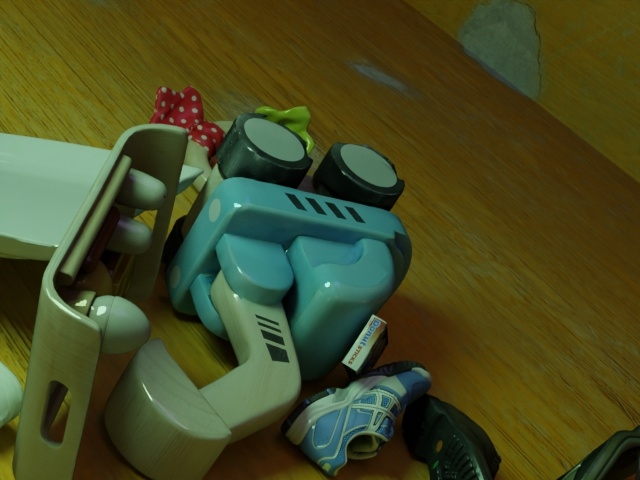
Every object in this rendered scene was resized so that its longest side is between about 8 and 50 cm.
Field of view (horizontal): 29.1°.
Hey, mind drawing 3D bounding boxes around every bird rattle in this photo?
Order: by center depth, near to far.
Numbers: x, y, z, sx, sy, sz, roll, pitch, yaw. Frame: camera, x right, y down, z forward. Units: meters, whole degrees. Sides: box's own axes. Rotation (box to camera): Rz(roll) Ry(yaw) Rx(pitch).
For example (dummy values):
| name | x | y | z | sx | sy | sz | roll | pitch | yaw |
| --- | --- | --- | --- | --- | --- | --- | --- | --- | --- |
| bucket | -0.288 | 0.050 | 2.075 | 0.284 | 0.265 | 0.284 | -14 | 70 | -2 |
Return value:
| name | x | y | z | sx | sy | sz | roll | pitch | yaw |
| --- | --- | --- | --- | --- | --- | --- | --- | --- | --- |
| bird rattle | -0.129 | -0.131 | 1.807 | 0.254 | 0.143 | 0.207 | 11 | 44 | -30 |

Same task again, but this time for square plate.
| name | x | y | z | sx | sy | sz | roll | pitch | yaw |
| --- | --- | --- | --- | --- | --- | --- | --- | --- | --- |
| square plate | -0.349 | -0.052 | 1.342 | 0.344 | 0.049 | 0.347 | 11 | 18 | 15 |

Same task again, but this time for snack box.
| name | x | y | z | sx | sy | sz | roll | pitch | yaw |
| --- | --- | --- | --- | --- | --- | --- | --- | --- | --- |
| snack box | 0.053 | 0.129 | 1.424 | 0.022 | 0.064 | 0.178 | 33 | -8 | 10 |

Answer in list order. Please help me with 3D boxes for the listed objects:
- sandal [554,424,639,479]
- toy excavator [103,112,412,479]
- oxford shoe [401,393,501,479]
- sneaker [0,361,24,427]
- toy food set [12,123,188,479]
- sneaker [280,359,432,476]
| name | x | y | z | sx | sy | sz | roll | pitch | yaw |
| --- | --- | --- | --- | --- | --- | --- | --- | --- | --- |
| sandal | 0.361 | 0.291 | 1.491 | 0.303 | 0.120 | 0.086 | -5 | 54 | -54 |
| toy excavator | -0.055 | 0.074 | 1.373 | 0.433 | 0.222 | 0.445 | 11 | 37 | -34 |
| oxford shoe | 0.170 | 0.254 | 1.380 | 0.096 | 0.082 | 0.227 | 21 | 23 | -22 |
| sneaker | -0.369 | 0.103 | 1.090 | 0.212 | 0.080 | 0.094 | 34 | 35 | 9 |
| toy food set | -0.185 | 0.061 | 1.115 | 0.092 | 0.219 | 0.306 | 17 | 36 | -1 |
| sneaker | 0.052 | 0.198 | 1.368 | 0.211 | 0.080 | 0.081 | -21 | 63 | -40 |
